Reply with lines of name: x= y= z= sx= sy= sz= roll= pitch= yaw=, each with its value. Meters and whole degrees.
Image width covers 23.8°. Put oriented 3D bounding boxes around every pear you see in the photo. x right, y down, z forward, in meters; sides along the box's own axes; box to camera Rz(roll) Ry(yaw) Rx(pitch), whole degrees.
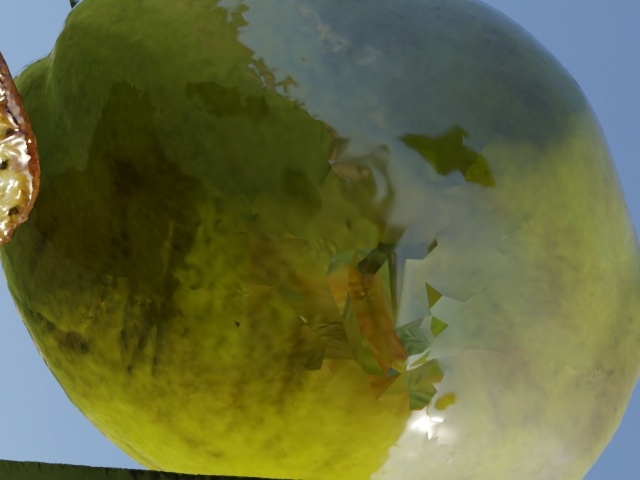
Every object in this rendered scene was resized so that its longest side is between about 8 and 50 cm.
pear: x=0.000 y=0.000 z=0.708 sx=0.321 sy=0.269 sz=0.269 roll=40 pitch=-34 yaw=1

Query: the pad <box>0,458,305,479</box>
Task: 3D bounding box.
pad: x=-0.039 y=0.130 z=0.431 sx=0.211 sy=0.003 sz=0.143 roll=-8 pitch=-82 yaw=56

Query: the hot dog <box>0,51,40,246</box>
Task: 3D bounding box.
hot dog: x=-0.170 y=-0.043 z=0.600 sx=0.065 sy=0.099 sz=0.147 roll=21 pitch=-46 yaw=52
